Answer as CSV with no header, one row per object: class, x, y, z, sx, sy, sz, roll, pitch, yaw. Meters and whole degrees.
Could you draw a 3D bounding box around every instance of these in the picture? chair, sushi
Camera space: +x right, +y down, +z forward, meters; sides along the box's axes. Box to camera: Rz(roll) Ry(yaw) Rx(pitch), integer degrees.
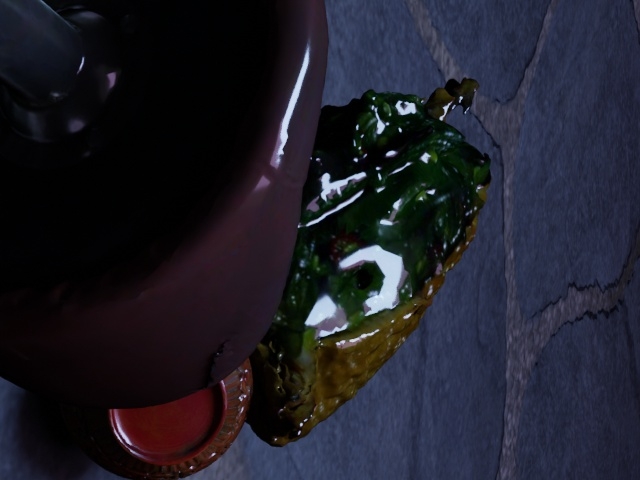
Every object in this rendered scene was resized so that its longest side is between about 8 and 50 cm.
chair,-0.142,-0.096,0.489,0.401,0.226,0.226,44,56,-61
sushi,0.000,0.001,0.893,0.287,0.149,0.140,-45,171,-45

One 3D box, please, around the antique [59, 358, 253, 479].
antique,-0.084,0.074,0.787,0.104,0.104,0.104,6,90,-65
